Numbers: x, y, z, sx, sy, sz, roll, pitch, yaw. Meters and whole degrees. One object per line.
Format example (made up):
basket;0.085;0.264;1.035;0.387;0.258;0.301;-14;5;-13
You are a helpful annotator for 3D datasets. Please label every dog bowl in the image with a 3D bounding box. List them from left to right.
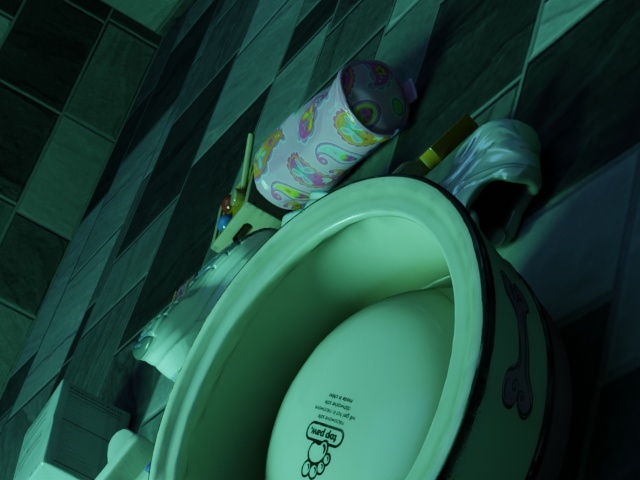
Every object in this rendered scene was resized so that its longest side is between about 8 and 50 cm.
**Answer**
dog bowl;0.036;0.156;1.250;0.408;0.150;0.408;-34;39;34

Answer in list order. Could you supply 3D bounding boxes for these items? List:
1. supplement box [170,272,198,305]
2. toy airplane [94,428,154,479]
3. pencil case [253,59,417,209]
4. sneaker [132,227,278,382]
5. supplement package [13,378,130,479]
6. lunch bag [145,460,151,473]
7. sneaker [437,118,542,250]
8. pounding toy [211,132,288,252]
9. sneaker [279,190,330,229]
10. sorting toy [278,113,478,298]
supplement box;-0.198;0.094;2.394;0.083;0.055;0.043;-42;26;51
toy airplane;-0.291;0.418;1.836;0.384;0.272;0.386;-13;25;17
pencil case;0.015;-0.141;2.042;0.284;0.124;0.124;-37;28;53
sneaker;-0.135;0.098;2.106;0.297;0.129;0.111;-49;5;-32
supplement package;-0.403;0.361;2.408;0.134;0.139;0.244;-53;16;21
lunch bag;-0.011;0.183;1.530;0.293;0.138;0.221;-13;38;56
sneaker;0.136;-0.011;1.491;0.232;0.090;0.115;-54;20;25
pounding toy;-0.108;-0.061;2.297;0.141;0.100;0.130;-50;19;33
sneaker;0.000;0.000;1.912;0.228;0.087;0.092;140;148;-68
sorting toy;0.026;-0.017;1.558;0.307;0.041;0.229;-43;0;-23
